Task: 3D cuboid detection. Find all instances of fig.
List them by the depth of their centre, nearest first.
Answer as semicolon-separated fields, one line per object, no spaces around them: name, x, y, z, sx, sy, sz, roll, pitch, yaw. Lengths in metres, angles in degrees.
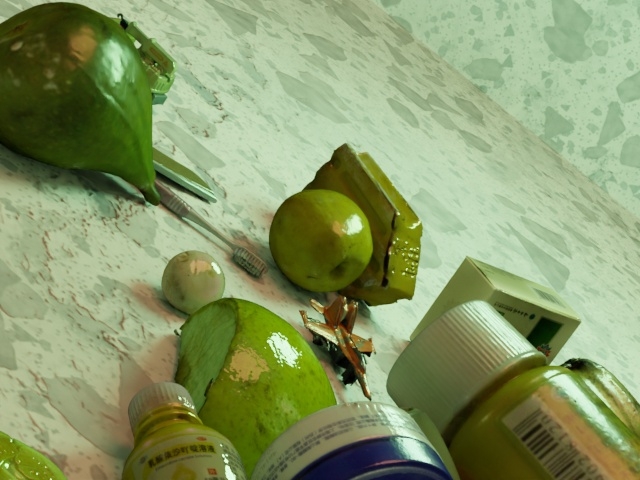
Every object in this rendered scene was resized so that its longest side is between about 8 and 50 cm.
fig;-0.341;-0.176;1.799;0.233;0.233;0.314;51;-18;32

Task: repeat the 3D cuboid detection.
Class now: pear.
pear;-0.045;0.190;1.550;0.239;0.139;0.288;42;18;-20
pear;0.000;0.000;1.974;0.149;0.149;0.162;20;23;-38

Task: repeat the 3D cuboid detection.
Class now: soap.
soap;0.066;-0.011;2.078;0.080;0.160;0.257;18;30;-44

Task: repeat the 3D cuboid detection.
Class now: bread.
bread;-0.281;0.224;1.168;0.139;0.071;0.130;23;22;-28

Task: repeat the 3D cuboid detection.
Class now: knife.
knife;-0.294;-0.147;1.974;0.343;0.027;0.061;32;18;-21

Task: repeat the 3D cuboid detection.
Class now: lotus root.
lotus root;0.433;0.300;2.047;0.154;0.154;0.278;5;40;-54

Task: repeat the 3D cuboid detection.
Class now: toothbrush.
toothbrush;-0.219;-0.059;1.915;0.354;0.024;0.029;38;19;-1

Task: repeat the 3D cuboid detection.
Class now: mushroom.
mushroom;-0.163;0.055;1.714;0.083;0.067;0.084;12;65;-26

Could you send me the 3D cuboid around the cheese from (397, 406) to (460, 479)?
cheese;0.110;0.288;1.573;0.202;0.091;0.175;65;15;16

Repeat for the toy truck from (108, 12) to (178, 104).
toy truck;-0.302;-0.295;2.165;0.169;0.100;0.077;45;21;18

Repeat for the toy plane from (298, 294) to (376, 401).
toy plane;0.033;0.155;1.841;0.135;0.062;0.188;22;40;-36

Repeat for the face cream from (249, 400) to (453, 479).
face cream;0.030;0.266;1.384;0.206;0.206;0.111;20;26;-37

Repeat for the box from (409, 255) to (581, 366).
box;0.269;0.138;2.078;0.212;0.168;0.095;20;24;-38

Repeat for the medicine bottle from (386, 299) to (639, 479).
medicine bottle;0.272;0.272;1.732;0.384;0.224;0.224;48;23;26

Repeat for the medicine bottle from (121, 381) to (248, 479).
medicine bottle;-0.135;0.231;1.313;0.122;0.122;0.212;23;25;-34
